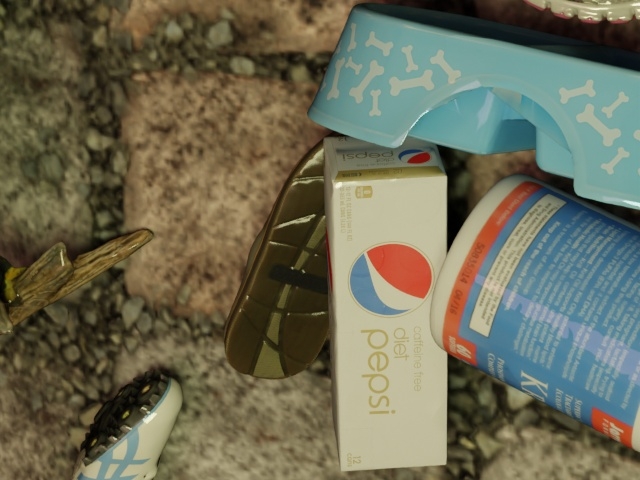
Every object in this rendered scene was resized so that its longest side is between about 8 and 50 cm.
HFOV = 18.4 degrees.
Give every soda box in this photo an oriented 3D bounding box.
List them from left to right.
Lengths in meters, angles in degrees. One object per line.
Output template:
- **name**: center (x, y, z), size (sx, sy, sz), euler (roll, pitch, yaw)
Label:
- **soda box**: center (0.042, 0.040, 1.272), size (0.074, 0.069, 0.216), euler (-4, 118, -3)

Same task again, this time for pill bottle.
- **pill bottle**: center (0.187, 0.057, 1.187), size (0.221, 0.124, 0.124), euler (27, 119, 23)

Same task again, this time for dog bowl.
- **dog bowl**: center (0.137, -0.079, 1.157), size (0.297, 0.166, 0.074), euler (17, 103, 27)

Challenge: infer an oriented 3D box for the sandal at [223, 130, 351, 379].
- **sandal**: center (0.000, 0.000, 1.324), size (0.090, 0.060, 0.219), euler (18, 122, -15)

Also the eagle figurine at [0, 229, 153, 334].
- **eagle figurine**: center (-0.310, -0.052, 1.429), size (0.298, 0.226, 0.225), euler (56, 146, -3)

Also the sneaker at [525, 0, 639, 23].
- **sneaker**: center (0.194, -0.166, 1.145), size (0.170, 0.063, 0.075), euler (5, 109, 26)

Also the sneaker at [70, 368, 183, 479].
- **sneaker**: center (-0.154, 0.193, 1.486), size (0.086, 0.085, 0.237), euler (27, 119, -8)
